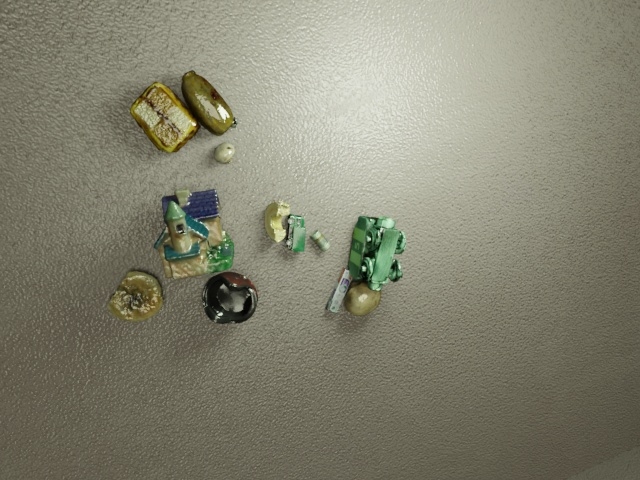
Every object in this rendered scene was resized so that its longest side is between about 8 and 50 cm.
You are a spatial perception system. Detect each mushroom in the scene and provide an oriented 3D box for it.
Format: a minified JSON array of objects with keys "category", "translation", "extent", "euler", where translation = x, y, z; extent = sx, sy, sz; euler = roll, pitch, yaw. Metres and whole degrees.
[{"category":"mushroom","translation":[-0.357,-0.324,1.594],"extent":[0.085,0.085,0.079],"euler":[-41,140,-1]},{"category":"mushroom","translation":[0.177,0.240,1.778],"extent":[0.166,0.127,0.166],"euler":[-15,139,-14]}]

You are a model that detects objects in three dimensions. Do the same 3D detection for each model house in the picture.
[{"category":"model house","translation":[-0.452,-0.043,1.504],"extent":[0.245,0.312,0.280],"euler":[-9,105,-6]}]

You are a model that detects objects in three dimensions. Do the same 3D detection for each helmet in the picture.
[{"category":"helmet","translation":[-0.348,0.220,1.635],"extent":[0.216,0.193,0.189],"euler":[27,99,-4]}]

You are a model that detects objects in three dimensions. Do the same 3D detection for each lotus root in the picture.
[{"category":"lotus root","translation":[-0.408,-0.487,1.517],"extent":[0.123,0.124,0.241],"euler":[-40,106,-3]}]

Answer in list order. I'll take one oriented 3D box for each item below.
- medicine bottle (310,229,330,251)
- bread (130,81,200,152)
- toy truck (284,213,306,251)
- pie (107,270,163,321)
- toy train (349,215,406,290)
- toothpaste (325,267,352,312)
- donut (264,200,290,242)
[{"category":"medicine bottle","translation":[0.000,0.000,1.737],"extent":[0.047,0.047,0.083],"euler":[-40,106,-1]},{"category":"bread","translation":[-0.559,-0.435,1.510],"extent":[0.181,0.096,0.222],"euler":[-40,104,1]},{"category":"toy truck","translation":[-0.103,-0.032,1.700],"extent":[0.079,0.065,0.147],"euler":[0,101,-14]},{"category":"pie","translation":[-0.708,0.224,1.639],"extent":[0.185,0.052,0.218],"euler":[28,97,-20]},{"category":"toy train","translation":[0.226,0.044,1.691],"extent":[0.167,0.238,0.299],"euler":[6,101,-19]},{"category":"toothpaste","translation":[0.082,0.214,1.800],"extent":[0.047,0.040,0.196],"euler":[21,97,-19]},{"category":"donut","translation":[-0.172,-0.083,1.660],"extent":[0.065,0.108,0.165],"euler":[-4,112,-35]}]
